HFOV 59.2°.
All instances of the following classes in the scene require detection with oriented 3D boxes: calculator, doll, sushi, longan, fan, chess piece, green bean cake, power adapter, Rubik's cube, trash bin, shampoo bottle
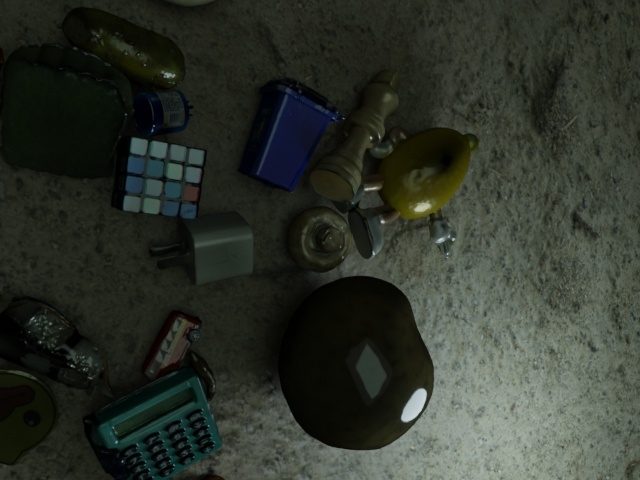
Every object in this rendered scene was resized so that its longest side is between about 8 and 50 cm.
[{"bbox_3d":[-0.350,0.423,1.224,0.248,0.058,0.274,-24,125,-22],"label":"calculator"},{"bbox_3d":[0.228,-0.127,1.465,0.423,0.161,0.348,0,92,-23],"label":"doll"},{"bbox_3d":[-0.516,0.212,1.136,0.273,0.134,0.109,31,49,-17],"label":"sushi"},{"bbox_3d":[0.083,0.290,1.330,0.404,0.336,0.405,1,86,-19],"label":"longan"},{"bbox_3d":[-0.645,0.309,1.090,0.229,0.011,0.335,-14,113,-19],"label":"fan"},{"bbox_3d":[0.110,-0.276,1.383,0.117,0.117,0.397,43,60,-25],"label":"chess piece"},{"bbox_3d":[-0.472,-0.239,1.057,0.222,0.125,0.227,11,126,-23],"label":"green bean cake"},{"bbox_3d":[-0.263,0.020,1.227,0.204,0.130,0.125,-10,120,-26],"label":"power adapter"},{"bbox_3d":[-0.338,-0.128,1.167,0.155,0.154,0.151,8,92,-28],"label":"Rubik's cube"},{"bbox_3d":[-0.076,-0.236,1.299,0.184,0.162,0.235,23,90,-28],"label":"trash bin"},{"bbox_3d":[-0.318,-0.264,1.159,0.050,0.183,0.087,2,106,14],"label":"shampoo bottle"}]

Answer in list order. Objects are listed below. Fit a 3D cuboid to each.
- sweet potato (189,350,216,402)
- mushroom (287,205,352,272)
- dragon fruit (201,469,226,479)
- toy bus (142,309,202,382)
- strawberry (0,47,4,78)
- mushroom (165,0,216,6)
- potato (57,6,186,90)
[{"bbox_3d":[-0.272,0.310,1.311,0.041,0.038,0.153,-27,120,-21],"label":"sweet potato"},{"bbox_3d":[0.000,0.000,1.376,0.166,0.127,0.166,-4,101,-22],"label":"mushroom"},{"bbox_3d":[-0.280,0.697,1.303,0.295,0.130,0.268,-41,117,-19],"label":"dragon fruit"},{"bbox_3d":[-0.332,0.241,1.254,0.077,0.079,0.174,31,83,-23],"label":"toy bus"},{"bbox_3d":[-0.715,-0.245,0.926,0.292,0.292,0.343,53,48,-22],"label":"strawberry"},{"bbox_3d":[-0.269,-0.618,1.140,0.260,0.254,0.234,-19,61,-6],"label":"mushroom"},{"bbox_3d":[-0.389,-0.378,1.121,0.251,0.149,0.113,13,111,-32],"label":"potato"}]
